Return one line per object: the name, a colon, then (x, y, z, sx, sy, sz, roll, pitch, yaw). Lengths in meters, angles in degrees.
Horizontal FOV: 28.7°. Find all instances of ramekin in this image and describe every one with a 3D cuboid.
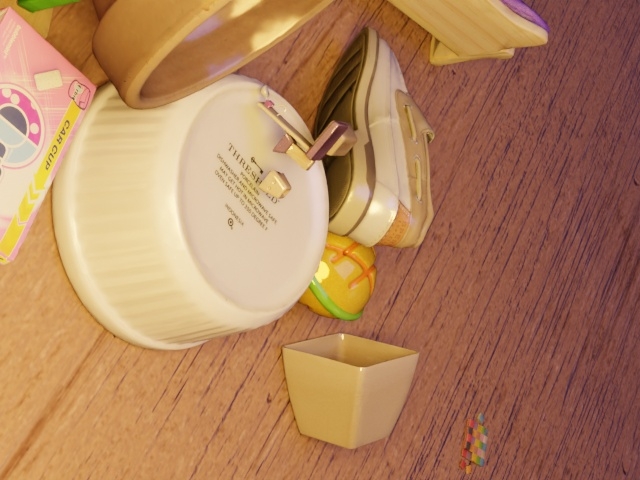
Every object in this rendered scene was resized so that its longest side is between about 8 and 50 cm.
ramekin: (-0.105, -0.032, 1.158, 0.273, 0.127, 0.272, 7, 82, -51)

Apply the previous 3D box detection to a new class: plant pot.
plant pot: (-0.103, -0.268, 0.979, 0.263, 0.263, 0.229, -33, 89, -48)
plant pot: (0.029, 0.162, 1.335, 0.109, 0.109, 0.096, -7, 105, -52)

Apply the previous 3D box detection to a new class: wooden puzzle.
wooden puzzle: (0.199, 0.261, 1.611, 0.049, 0.006, 0.083, 35, 60, -44)

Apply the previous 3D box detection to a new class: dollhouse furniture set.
dollhouse furniture set: (-0.026, -0.097, 1.156, 0.081, 0.091, 0.114, 43, 13, 10)

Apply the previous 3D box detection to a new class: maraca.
maraca: (0.000, 0.000, 1.318, 0.127, 0.099, 0.185, 25, 42, -59)

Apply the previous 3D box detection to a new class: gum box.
gum box: (-0.269, -0.079, 1.007, 0.107, 0.062, 0.188, 45, 53, -39)

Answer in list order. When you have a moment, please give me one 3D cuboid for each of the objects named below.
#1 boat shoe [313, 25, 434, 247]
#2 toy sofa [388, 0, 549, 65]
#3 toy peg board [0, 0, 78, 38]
boat shoe: (0.060, -0.105, 1.330, 0.103, 0.113, 0.302, 23, 44, -19)
toy sofa: (0.120, -0.344, 1.436, 0.362, 0.177, 0.150, 25, 67, -47)
toy peg board: (-0.256, -0.274, 1.030, 0.161, 0.079, 0.161, 25, 67, -48)
